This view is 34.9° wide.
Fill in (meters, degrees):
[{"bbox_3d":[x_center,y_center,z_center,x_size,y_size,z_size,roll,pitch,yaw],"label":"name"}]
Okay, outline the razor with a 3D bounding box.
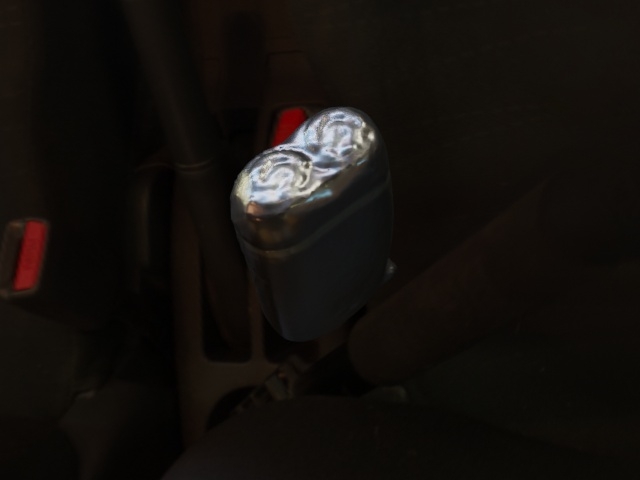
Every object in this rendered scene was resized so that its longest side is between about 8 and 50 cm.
[{"bbox_3d":[0.000,0.000,0.555,0.090,0.148,0.054,-36,62,-16],"label":"razor"}]
